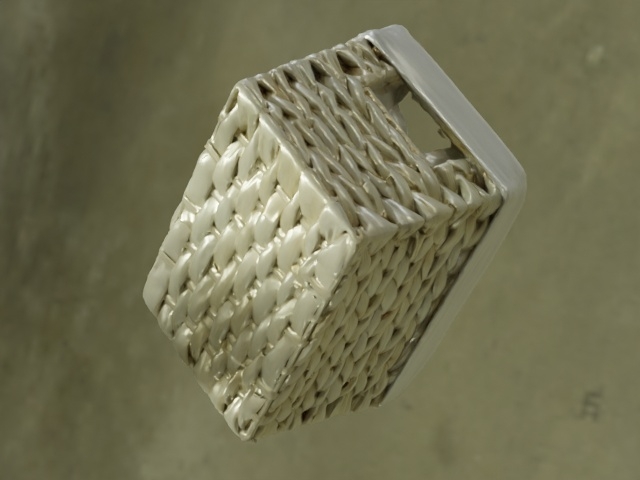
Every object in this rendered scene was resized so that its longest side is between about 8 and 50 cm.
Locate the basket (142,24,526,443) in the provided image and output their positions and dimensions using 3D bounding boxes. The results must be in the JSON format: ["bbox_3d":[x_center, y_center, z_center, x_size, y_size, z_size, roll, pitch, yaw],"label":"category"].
[{"bbox_3d":[0.000,0.000,0.888,0.113,0.103,0.167,53,137,24],"label":"basket"}]
